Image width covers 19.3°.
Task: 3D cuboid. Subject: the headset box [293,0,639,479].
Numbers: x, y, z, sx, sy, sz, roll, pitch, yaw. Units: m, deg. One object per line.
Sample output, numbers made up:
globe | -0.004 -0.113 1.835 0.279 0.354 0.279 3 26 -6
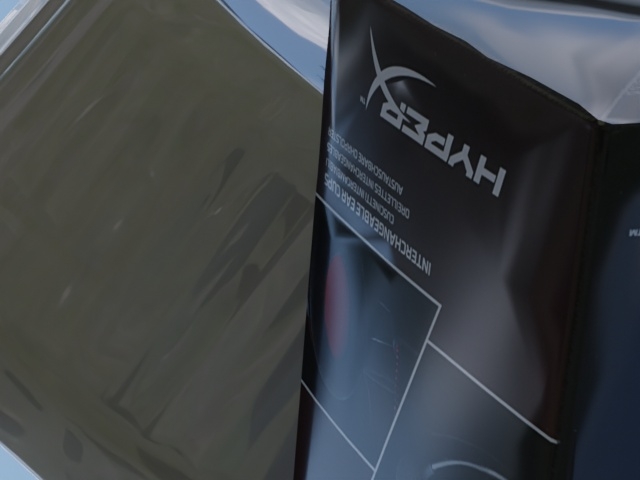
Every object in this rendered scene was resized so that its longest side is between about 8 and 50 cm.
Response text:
headset box | 0.108 0.089 0.429 0.218 0.293 0.110 -6 -157 -24

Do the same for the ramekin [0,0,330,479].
ramekin | 0.000 0.000 0.608 0.127 0.273 0.273 -54 -135 16
